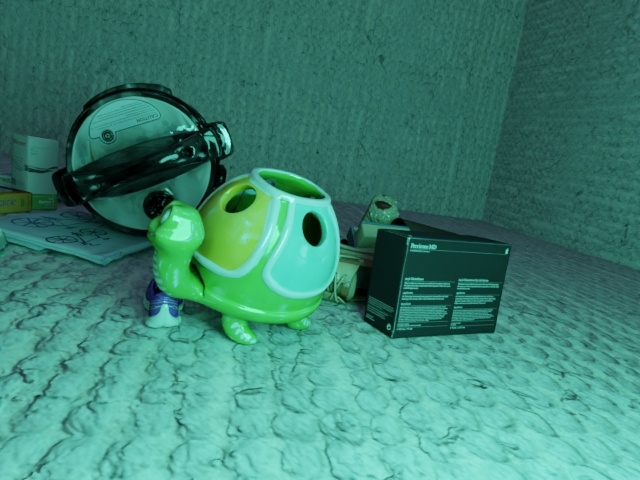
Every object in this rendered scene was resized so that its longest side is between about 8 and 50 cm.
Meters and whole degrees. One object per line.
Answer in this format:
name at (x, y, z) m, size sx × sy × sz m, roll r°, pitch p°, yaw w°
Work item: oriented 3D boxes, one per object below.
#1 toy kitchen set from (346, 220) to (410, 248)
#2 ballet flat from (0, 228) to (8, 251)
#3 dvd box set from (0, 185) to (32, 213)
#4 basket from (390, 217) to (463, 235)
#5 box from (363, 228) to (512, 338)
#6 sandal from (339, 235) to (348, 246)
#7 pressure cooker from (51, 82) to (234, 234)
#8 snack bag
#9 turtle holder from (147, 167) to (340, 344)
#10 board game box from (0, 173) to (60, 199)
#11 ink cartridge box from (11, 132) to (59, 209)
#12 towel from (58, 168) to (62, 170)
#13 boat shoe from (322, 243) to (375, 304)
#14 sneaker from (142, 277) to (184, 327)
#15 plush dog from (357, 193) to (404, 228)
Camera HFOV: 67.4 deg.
toy kitchen set at (0.112, -0.009, 1.181) m, size 0.122 × 0.207 × 0.166 m, roll 6°, pitch 52°, yaw -18°
ballet flat at (-0.653, -0.002, 0.910) m, size 0.076 × 0.079 × 0.221 m, roll 5°, pitch 10°, yaw -15°
dvd box set at (-1.043, -0.115, 1.249) m, size 0.307 × 0.062 × 0.420 m, roll 11°, pitch 10°, yaw 11°
basket at (0.323, 0.032, 1.400) m, size 0.226 × 0.154 × 0.204 m, roll 11°, pitch 15°, yaw -10°
box at (0.228, 0.080, 0.924) m, size 0.261 × 0.185 × 0.103 m, roll 4°, pitch 11°, yaw -29°
sandal at (-0.005, 0.001, 1.474) m, size 0.265 × 0.076 × 0.102 m, roll 13°, pitch 11°, yaw 22°
pressure cooker at (-0.439, -0.208, 1.247) m, size 0.375 × 0.370 × 0.420 m, roll 27°, pitch 8°, yaw -18°
snack bag at (-0.574, -0.013, 1.172) m, size 0.342 × 0.037 × 0.323 m, roll 13°, pitch 11°, yaw 8°
turtle holder at (-0.116, 0.000, 0.769) m, size 0.320 × 0.228 × 0.243 m, roll 15°, pitch 23°, yaw -25°
board game box at (-1.016, -0.203, 1.800) m, size 0.305 × 0.053 × 0.193 m, roll 11°, pitch 11°, yaw 10°
ink cartridge box at (-0.896, -0.218, 1.503) m, size 0.160 × 0.220 × 0.092 m, roll 18°, pitch 13°, yaw 40°
towel at (-0.898, -0.239, 1.791) m, size 0.312 × 0.056 × 0.324 m, roll 17°, pitch 13°, yaw 32°
boat shoe at (0.036, 0.071, 1.006) m, size 0.324 × 0.123 × 0.116 m, roll 0°, pitch 27°, yaw -19°
sneaker at (-0.254, 0.086, 0.791) m, size 0.068 × 0.071 × 0.170 m, roll 5°, pitch 10°, yaw -23°
plush dog at (0.237, -0.016, 1.599) m, size 0.225 × 0.211 × 0.262 m, roll 28°, pitch 13°, yaw 1°
